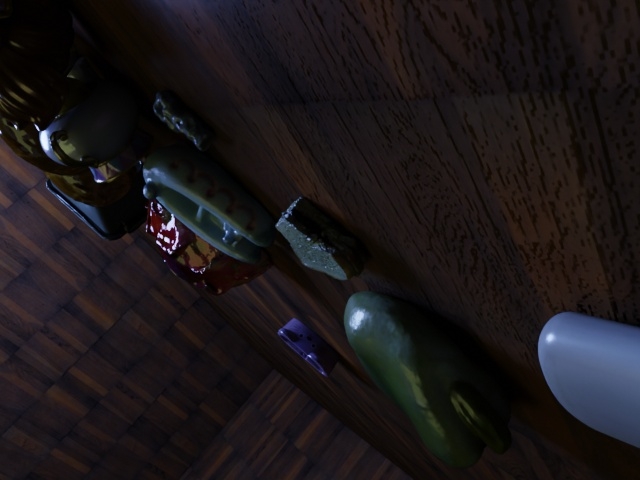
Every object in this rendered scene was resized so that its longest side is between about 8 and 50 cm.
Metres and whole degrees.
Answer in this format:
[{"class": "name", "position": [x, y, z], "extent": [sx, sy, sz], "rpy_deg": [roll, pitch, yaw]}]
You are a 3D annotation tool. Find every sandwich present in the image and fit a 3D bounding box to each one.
[{"class": "sandwich", "position": [0.000, 0.000, 0.532], "extent": [0.104, 0.036, 0.093], "rpy_deg": [22, 153, 46]}]

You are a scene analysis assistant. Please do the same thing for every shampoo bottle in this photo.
[{"class": "shampoo bottle", "position": [0.224, 0.097, 0.248], "extent": [0.108, 0.051, 0.221], "rpy_deg": [53, 161, -23]}]

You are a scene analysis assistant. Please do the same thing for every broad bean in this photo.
[{"class": "broad bean", "position": [0.109, 0.148, 0.552], "extent": [0.228, 0.100, 0.169], "rpy_deg": [33, 154, 33]}]

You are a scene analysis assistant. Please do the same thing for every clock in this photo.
[{"class": "clock", "position": [-0.027, 0.238, 1.132], "extent": [0.152, 0.050, 0.110], "rpy_deg": [37, 162, 16]}]

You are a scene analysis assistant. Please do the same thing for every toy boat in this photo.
[{"class": "toy boat", "position": [-0.159, -0.043, 0.682], "extent": [0.207, 0.079, 0.134], "rpy_deg": [41, 153, -4]}]

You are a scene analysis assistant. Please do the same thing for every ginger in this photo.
[{"class": "ginger", "position": [-0.444, -0.217, 0.811], "extent": [0.274, 0.152, 0.357], "rpy_deg": [50, 166, 15]}]

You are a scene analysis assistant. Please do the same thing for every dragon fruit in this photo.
[{"class": "dragon fruit", "position": [-0.222, -0.016, 0.827], "extent": [0.274, 0.126, 0.161], "rpy_deg": [38, 163, 14]}]

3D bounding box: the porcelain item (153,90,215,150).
[{"class": "porcelain item", "position": [-0.159, -0.138, 0.568], "extent": [0.083, 0.028, 0.036], "rpy_deg": [43, 146, 2]}]

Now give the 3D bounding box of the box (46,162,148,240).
[{"class": "box", "position": [-0.469, -0.137, 1.047], "extent": [0.243, 0.163, 0.135], "rpy_deg": [39, 153, 15]}]

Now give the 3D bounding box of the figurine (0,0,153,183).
[{"class": "figurine", "position": [-0.332, -0.194, 0.610], "extent": [0.263, 0.142, 0.190], "rpy_deg": [54, -166, -41]}]
